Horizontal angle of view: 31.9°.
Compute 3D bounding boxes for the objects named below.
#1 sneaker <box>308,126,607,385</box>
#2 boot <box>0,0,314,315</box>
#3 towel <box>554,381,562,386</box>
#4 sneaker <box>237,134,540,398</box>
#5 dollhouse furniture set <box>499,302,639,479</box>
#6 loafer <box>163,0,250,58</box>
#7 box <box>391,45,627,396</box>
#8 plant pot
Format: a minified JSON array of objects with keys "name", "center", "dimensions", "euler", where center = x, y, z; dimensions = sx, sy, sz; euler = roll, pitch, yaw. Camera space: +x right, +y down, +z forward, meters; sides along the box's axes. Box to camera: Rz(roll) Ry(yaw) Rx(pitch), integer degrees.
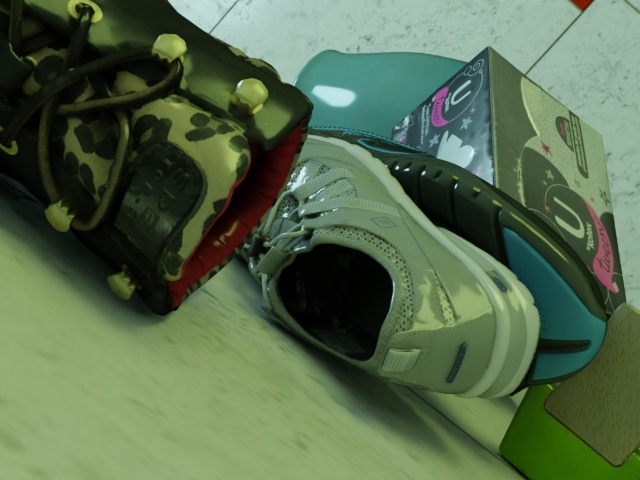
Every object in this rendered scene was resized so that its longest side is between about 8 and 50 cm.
[{"name":"sneaker","center":[0.081,-0.014,0.790],"dimensions":[0.139,0.125,0.341],"euler":[-8,28,-38]},{"name":"boot","center":[-0.153,-0.093,0.471],"dimensions":[0.284,0.138,0.377],"euler":[36,1,3]},{"name":"towel","center":[0.354,0.205,1.224],"dimensions":[0.317,0.053,0.332],"euler":[34,8,-15]},{"name":"sneaker","center":[0.000,0.000,0.676],"dimensions":[0.115,0.105,0.281],"euler":[4,18,-42]},{"name":"dollhouse furniture set","center":[0.284,0.154,0.787],"dimensions":[0.197,0.151,0.301],"euler":[39,8,33]},{"name":"loafer","center":[-0.200,-0.221,0.924],"dimensions":[0.366,0.130,0.134],"euler":[31,-15,-11]},{"name":"box","center":[0.162,-0.020,0.994],"dimensions":[0.163,0.142,0.247],"euler":[32,41,-24]},{"name":"plant pot","center":[0.093,-0.124,1.442],"dimensions":[0.255,0.272,0.271],"euler":[22,1,23]}]
